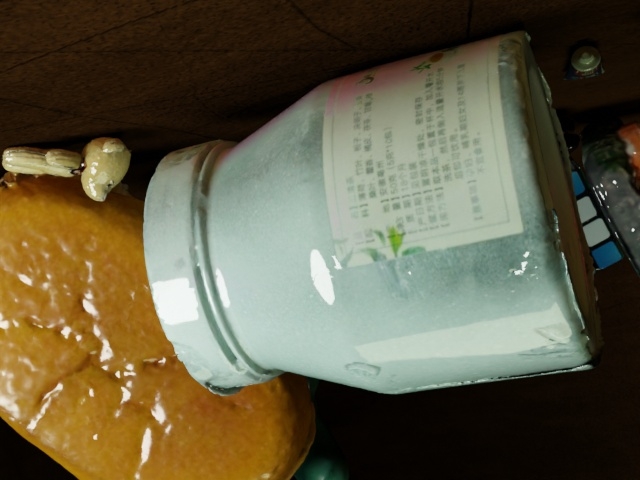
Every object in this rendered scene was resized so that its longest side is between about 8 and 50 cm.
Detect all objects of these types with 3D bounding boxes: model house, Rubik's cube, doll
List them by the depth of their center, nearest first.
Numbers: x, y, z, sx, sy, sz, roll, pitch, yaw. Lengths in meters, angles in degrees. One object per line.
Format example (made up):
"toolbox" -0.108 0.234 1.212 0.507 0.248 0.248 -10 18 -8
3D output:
"doll" -0.199 -0.066 0.837 0.093 0.051 0.061 20 170 -13
"model house" 0.510 -0.078 1.333 0.300 0.271 0.190 -28 -172 16
"Rubik's cube" 0.282 -0.028 1.396 0.154 0.151 0.155 -29 -159 10

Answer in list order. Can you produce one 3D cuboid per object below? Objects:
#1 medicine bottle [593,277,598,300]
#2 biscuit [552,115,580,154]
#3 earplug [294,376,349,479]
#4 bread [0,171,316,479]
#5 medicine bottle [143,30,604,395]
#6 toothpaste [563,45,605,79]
"medicine bottle" 0.329 -0.018 1.597 0.133 0.250 0.133 -10 179 0
"biscuit" 0.218 -0.111 1.285 0.194 0.053 0.194 -10 176 -1
"earplug" -0.081 0.129 1.153 0.280 0.257 0.164 31 145 -27
"bread" -0.180 0.093 0.954 0.388 0.236 0.183 37 168 -16
"medicine bottle" 0.041 -0.002 0.792 0.290 0.245 0.245 -13 177 18
"toothpaste" 0.224 -0.148 0.899 0.037 0.021 0.140 -10 180 13
